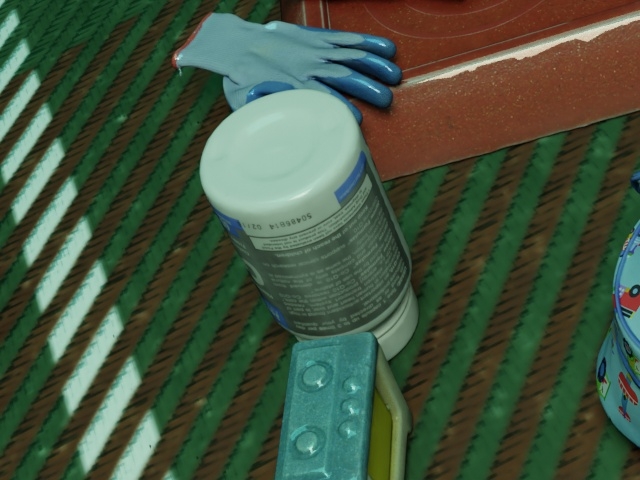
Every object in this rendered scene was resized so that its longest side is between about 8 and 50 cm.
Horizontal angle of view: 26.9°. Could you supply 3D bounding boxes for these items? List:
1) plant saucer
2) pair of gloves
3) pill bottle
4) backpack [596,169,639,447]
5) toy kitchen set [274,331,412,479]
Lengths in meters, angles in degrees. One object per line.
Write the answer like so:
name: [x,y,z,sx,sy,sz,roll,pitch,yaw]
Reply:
plant saucer: [0.092,-0.160,0.815,0.259,0.047,0.259,-15,47,11]
pair of gloves: [0.003,-0.137,0.785,0.159,0.023,0.198,19,60,35]
pill bottle: [0.000,0.000,0.650,0.078,0.137,0.078,-12,46,13]
backpack: [0.196,0.018,0.565,0.173,0.117,0.158,-44,47,-13]
toy kitchen set: [0.076,0.099,0.540,0.207,0.122,0.166,-7,49,18]
